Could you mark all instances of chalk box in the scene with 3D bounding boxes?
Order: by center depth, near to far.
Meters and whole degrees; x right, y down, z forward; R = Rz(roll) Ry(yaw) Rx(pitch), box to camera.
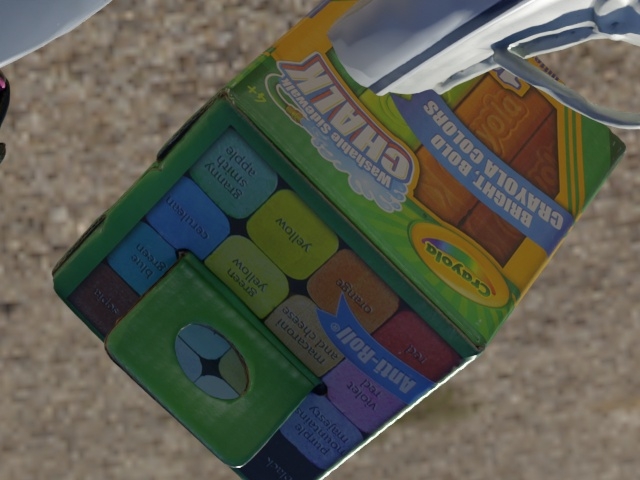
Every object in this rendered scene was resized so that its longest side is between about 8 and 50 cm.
[{"bbox_3d":[0.000,0.000,1.001,0.179,0.180,0.289,-43,-176,39],"label":"chalk box"}]

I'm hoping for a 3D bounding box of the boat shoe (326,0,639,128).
[{"bbox_3d":[0.165,-0.102,0.707,0.367,0.156,0.136,-26,-167,40],"label":"boat shoe"}]

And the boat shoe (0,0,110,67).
[{"bbox_3d":[-0.125,-0.061,0.455,0.228,0.076,0.080,-41,140,6],"label":"boat shoe"}]

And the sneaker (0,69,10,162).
[{"bbox_3d":[-0.236,-0.102,1.254,0.077,0.178,0.072,-30,150,27],"label":"sneaker"}]
